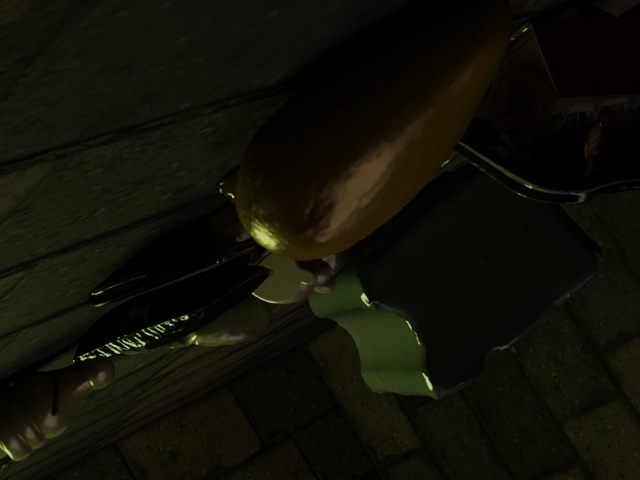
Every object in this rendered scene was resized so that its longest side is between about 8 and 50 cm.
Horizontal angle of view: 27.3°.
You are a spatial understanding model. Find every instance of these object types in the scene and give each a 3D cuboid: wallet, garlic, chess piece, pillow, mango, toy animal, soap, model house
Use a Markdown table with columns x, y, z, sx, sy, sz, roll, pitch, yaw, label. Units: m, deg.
| x | y | z | sx | sy | sz | roll | pitch | yaw | label |
| --- | --- | --- | --- | --- | --- | --- | --- | --- | --- |
| -0.141 | 0.022 | 1.471 | 0.119 | 0.025 | 0.232 | -18 | -177 | 41 | wallet |
| -0.156 | 0.126 | 2.024 | 0.129 | 0.090 | 0.198 | -20 | -174 | 38 | garlic |
| -0.400 | 0.239 | 1.695 | 0.307 | 0.124 | 0.139 | -33 | 143 | -9 | chess piece |
| -0.163 | 0.077 | 1.403 | 0.208 | 0.055 | 0.141 | -19 | -172 | 38 | pillow |
| 0.043 | -0.092 | 1.101 | 0.317 | 0.119 | 0.176 | -45 | 153 | 12 | mango |
| -0.002 | 0.000 | 1.654 | 0.212 | 0.124 | 0.124 | -34 | 177 | -45 | toy animal |
| 0.182 | 0.042 | 1.825 | 0.350 | 0.213 | 0.435 | -37 | -178 | -9 | soap |
| 0.301 | -0.156 | 1.414 | 0.294 | 0.207 | 0.154 | -8 | 118 | -29 | model house |

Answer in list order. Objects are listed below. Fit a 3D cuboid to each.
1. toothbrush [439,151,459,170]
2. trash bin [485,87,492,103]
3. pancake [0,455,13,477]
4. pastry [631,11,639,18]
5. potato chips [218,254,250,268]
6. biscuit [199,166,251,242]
| x | y | z | sx | sy | sz | roll | pitch | yaw | label |
| --- | --- | --- | --- | --- | --- | --- | --- | --- | --- |
| 0.187 | -0.120 | 1.917 | 0.413 | 0.042 | 0.035 | -35 | -179 | 45 | toothbrush |
| 0.287 | -0.171 | 1.615 | 0.130 | 0.116 | 0.059 | -34 | -176 | 22 | trash bin |
| -0.539 | 0.373 | 2.081 | 0.376 | 0.054 | 0.197 | -46 | 180 | 21 | pancake |
| 0.440 | -0.210 | 1.831 | 0.255 | 0.162 | 0.311 | -29 | 172 | -2 | pastry |
| -0.177 | 0.083 | 1.857 | 0.220 | 0.029 | 0.202 | -36 | 172 | 16 | potato chips |
| -0.007 | -0.076 | 1.319 | 0.216 | 0.047 | 0.340 | -29 | 174 | -28 | biscuit |
